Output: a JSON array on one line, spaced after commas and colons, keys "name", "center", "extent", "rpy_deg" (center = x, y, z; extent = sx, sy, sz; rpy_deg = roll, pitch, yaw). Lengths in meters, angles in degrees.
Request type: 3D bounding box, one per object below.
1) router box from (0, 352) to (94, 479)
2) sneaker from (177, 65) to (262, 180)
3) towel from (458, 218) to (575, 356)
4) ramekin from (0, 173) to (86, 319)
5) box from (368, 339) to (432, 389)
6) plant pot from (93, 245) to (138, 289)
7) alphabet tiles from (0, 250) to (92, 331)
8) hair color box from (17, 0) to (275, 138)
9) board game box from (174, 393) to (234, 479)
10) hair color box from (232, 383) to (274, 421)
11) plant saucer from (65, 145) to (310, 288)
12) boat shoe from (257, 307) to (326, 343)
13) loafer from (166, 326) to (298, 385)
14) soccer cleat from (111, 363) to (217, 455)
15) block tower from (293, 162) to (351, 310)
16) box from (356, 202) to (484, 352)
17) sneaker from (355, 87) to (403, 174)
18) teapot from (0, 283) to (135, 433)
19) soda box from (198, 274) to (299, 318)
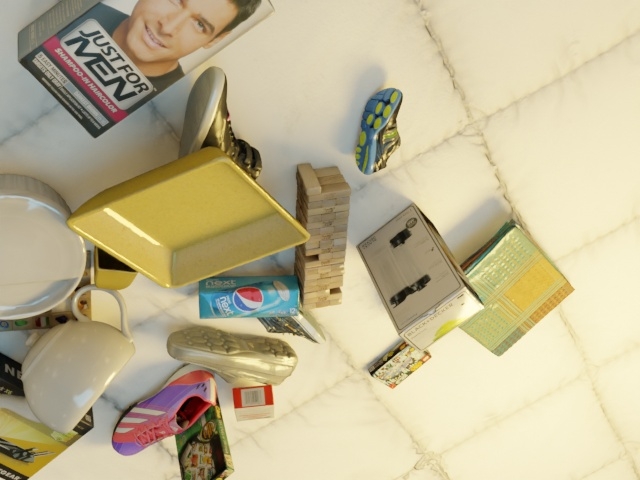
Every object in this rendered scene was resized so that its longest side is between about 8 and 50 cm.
[{"name": "router box", "center": [-0.691, 0.386, 1.857], "extent": [0.243, 0.081, 0.309], "rpy_deg": [-39, 129, 12]}, {"name": "sneaker", "center": [-0.172, -0.190, 1.572], "extent": [0.147, 0.104, 0.295], "rpy_deg": [1, 134, -22]}, {"name": "towel", "center": [0.436, 0.124, 2.038], "extent": [0.271, 0.040, 0.370], "rpy_deg": [-43, 135, 10]}, {"name": "ramekin", "center": [-0.568, 0.003, 1.559], "extent": [0.273, 0.127, 0.272], "rpy_deg": [-9, 125, -13]}, {"name": "box", "center": [0.199, 0.307, 2.141], "extent": [0.137, 0.027, 0.094], "rpy_deg": [-43, 129, 15]}, {"name": "plant pot", "center": [-0.413, 0.055, 1.697], "extent": [0.082, 0.081, 0.083], "rpy_deg": [8, 137, -25]}, {"name": "alphabet tiles", "center": [-0.562, 0.088, 1.715], "extent": [0.198, 0.009, 0.237], "rpy_deg": [-2, 127, -17]}, {"name": "hair color box", "center": [-0.284, -0.355, 1.393], "extent": [0.374, 0.113, 0.185], "rpy_deg": [-34, 130, 8]}, {"name": "board game box", "center": [-0.271, 0.457, 1.942], "extent": [0.136, 0.259, 0.030], "rpy_deg": [-43, 127, 17]}, {"name": "hair color box", "center": [-0.156, 0.382, 2.004], "extent": [0.093, 0.053, 0.167], "rpy_deg": [-5, 158, -6]}, {"name": "plant saucer", "center": [-0.235, -0.048, 1.578], "extent": [0.333, 0.081, 0.333], "rpy_deg": [-19, 149, 18]}, {"name": "boat shoe", "center": [-0.068, 0.190, 1.935], "extent": [0.083, 0.065, 0.183], "rpy_deg": [-37, 122, 11]}, {"name": "loafer", "center": [-0.200, 0.271, 1.919], "extent": [0.320, 0.112, 0.111], "rpy_deg": [15, 112, -29]}, {"name": "soccer cleat", "center": [-0.363, 0.412, 1.968], "extent": [0.318, 0.116, 0.109], "rpy_deg": [-41, 129, 14]}, {"name": "block tower", "center": [0.000, 0.000, 1.788], "extent": [0.097, 0.091, 0.335], "rpy_deg": [-9, 130, -13]}, {"name": "box", "center": [0.201, 0.074, 1.785], "extent": [0.169, 0.290, 0.087], "rpy_deg": [-38, 129, 11]}, {"name": "sneaker", "center": [0.123, -0.218, 1.686], "extent": [0.078, 0.067, 0.188], "rpy_deg": [-14, 132, -37]}, {"name": "teapot", "center": [-0.509, 0.246, 1.730], "extent": [0.187, 0.256, 0.252], "rpy_deg": [40, 133, -4]}, {"name": "soda box", "center": [-0.152, 0.119, 1.812], "extent": [0.210, 0.071, 0.067], "rpy_deg": [-2, 114, -6]}]
